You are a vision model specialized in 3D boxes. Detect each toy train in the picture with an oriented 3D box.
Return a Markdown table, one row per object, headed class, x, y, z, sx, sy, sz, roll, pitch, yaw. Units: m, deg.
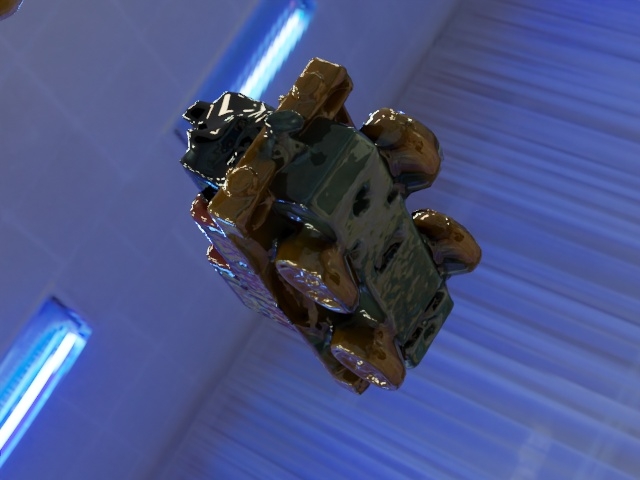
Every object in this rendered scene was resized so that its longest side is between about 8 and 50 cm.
| class | x | y | z | sx | sy | sz | roll | pitch | yaw |
| --- | --- | --- | --- | --- | --- | --- | --- | --- | --- |
| toy train | 0.000 | 0.000 | 1.014 | 0.163 | 0.231 | 0.369 | -57 | -33 | -18 |

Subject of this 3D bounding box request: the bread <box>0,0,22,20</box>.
| class | x | y | z | sx | sy | sz | roll | pitch | yaw |
| --- | --- | --- | --- | --- | --- | --- | --- | --- | --- |
| bread | -0.266 | -0.257 | 0.807 | 0.147 | 0.098 | 0.217 | -4 | -83 | -41 |
